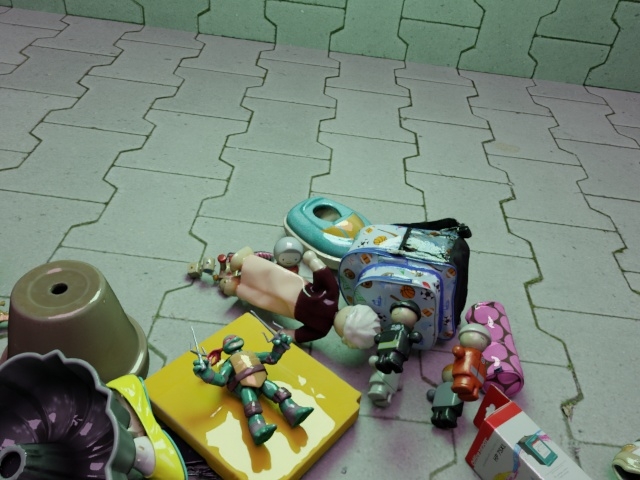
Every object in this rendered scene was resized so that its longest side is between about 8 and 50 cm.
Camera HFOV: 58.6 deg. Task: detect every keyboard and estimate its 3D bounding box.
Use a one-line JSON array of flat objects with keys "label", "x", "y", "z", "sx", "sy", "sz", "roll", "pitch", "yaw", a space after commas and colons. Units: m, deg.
[{"label": "keyboard", "x": -0.206, "y": 0.366, "z": 0.983, "sx": 0.180, "sy": 0.023, "sz": 0.108, "roll": -2, "pitch": 35, "yaw": -12}]

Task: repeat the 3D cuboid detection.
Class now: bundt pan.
[{"label": "bundt pan", "x": -0.413, "y": 0.337, "z": 0.833, "sx": 0.330, "sy": 0.124, "sz": 0.331, "roll": -7, "pitch": 58, "yaw": 12}]

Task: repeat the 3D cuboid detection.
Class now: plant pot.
[{"label": "plant pot", "x": -0.452, "y": 0.165, "z": 1.021, "sx": 0.262, "sy": 0.229, "sz": 0.263, "roll": 4, "pitch": 40, "yaw": -3}]

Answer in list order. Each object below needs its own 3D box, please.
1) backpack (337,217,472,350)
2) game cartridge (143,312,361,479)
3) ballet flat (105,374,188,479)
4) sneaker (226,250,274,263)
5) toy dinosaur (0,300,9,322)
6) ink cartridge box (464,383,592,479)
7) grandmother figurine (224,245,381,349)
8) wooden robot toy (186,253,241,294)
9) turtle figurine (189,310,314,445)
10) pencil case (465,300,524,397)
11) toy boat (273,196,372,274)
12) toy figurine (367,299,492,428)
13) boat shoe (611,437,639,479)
[{"label": "backpack", "x": 0.169, "y": 0.093, "z": 1.218, "sx": 0.263, "sy": 0.277, "sz": 0.213, "roll": 15, "pitch": 38, "yaw": 27}, {"label": "game cartridge", "x": -0.122, "y": 0.292, "z": 1.048, "sx": 0.323, "sy": 0.053, "sz": 0.285, "roll": 31, "pitch": 41, "yaw": 27}, {"label": "ballet flat", "x": -0.298, "y": 0.318, "z": 0.928, "sx": 0.077, "sy": 0.077, "sz": 0.231, "roll": 6, "pitch": 36, "yaw": -48}, {"label": "sneaker", "x": -0.170, "y": 0.040, "z": 1.372, "sx": 0.119, "sy": 0.047, "sz": 0.057, "roll": -4, "pitch": 29, "yaw": -17}, {"label": "toy dinosaur", "x": -0.680, "y": 0.161, "z": 1.114, "sx": 0.211, "sy": 0.064, "sz": 0.112, "roll": -22, "pitch": 49, "yaw": -32}, {"label": "ink cartridge box", "x": 0.335, "y": 0.378, "z": 0.976, "sx": 0.078, "sy": 0.134, "sz": 0.231, "roll": -19, "pitch": 46, "yaw": -29}, {"label": "grandmother figurine", "x": -0.032, "y": 0.121, "z": 1.174, "sx": 0.342, "sy": 0.208, "sz": 0.104, "roll": 24, "pitch": 30, "yaw": 21}, {"label": "wooden robot toy", "x": -0.220, "y": 0.081, "z": 1.290, "sx": 0.173, "sy": 0.076, "sz": 0.079, "roll": 1, "pitch": 60, "yaw": 0}, {"label": "turtle figurine", "x": -0.122, "y": 0.227, "z": 0.995, "sx": 0.175, "sy": 0.118, "sz": 0.234, "roll": -27, "pitch": 63, "yaw": -20}, {"label": "pencil case", "x": 0.361, "y": 0.223, "z": 1.208, "sx": 0.098, "sy": 0.095, "sz": 0.209, "roll": -5, "pitch": 36, "yaw": 8}, {"label": "toy boat", "x": 0.000, "y": 0.000, "z": 1.364, "sx": 0.267, "sy": 0.148, "sz": 0.318, "roll": 29, "pitch": 43, "yaw": 23}, {"label": "toy figurine", "x": 0.199, "y": 0.230, "z": 1.070, "sx": 0.212, "sy": 0.210, "sz": 0.148, "roll": 16, "pitch": 51, "yaw": 10}, {"label": "boat shoe", "x": 0.629, "y": 0.467, "z": 0.949, "sx": 0.103, "sy": 0.113, "sz": 0.302, "roll": -14, "pitch": 34, "yaw": -24}]
